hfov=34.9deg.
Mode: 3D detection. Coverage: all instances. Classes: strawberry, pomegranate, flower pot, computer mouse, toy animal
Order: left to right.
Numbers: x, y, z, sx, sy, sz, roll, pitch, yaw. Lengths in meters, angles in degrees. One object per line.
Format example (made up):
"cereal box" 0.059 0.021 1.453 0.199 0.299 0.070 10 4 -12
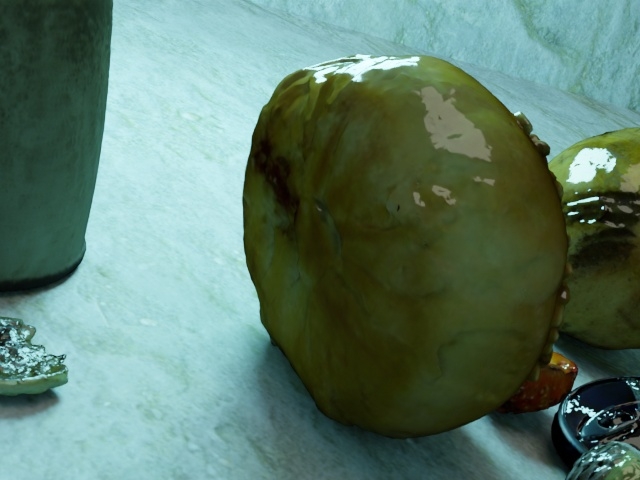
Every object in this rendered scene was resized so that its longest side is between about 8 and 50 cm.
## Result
"flower pot" -0.355 -0.152 1.072 0.294 0.330 0.293 18 22 -8
"strawberry" 0.210 0.146 1.185 0.121 0.082 0.188 11 9 -35
"toy animal" 0.269 0.242 0.989 0.137 0.098 0.098 -2 22 5
"pomegranate" 0.419 0.001 1.386 0.322 0.322 0.322 17 22 -7
"computer mouse" 0.363 0.212 1.119 0.233 0.096 0.137 4 27 -37

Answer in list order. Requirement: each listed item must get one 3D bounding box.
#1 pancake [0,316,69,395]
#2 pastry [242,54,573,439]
"pancake" -0.292 0.106 0.925 0.130 0.022 0.116 28 23 32
"pastry" 0.082 0.000 1.035 0.245 0.409 0.409 -8 33 -31
